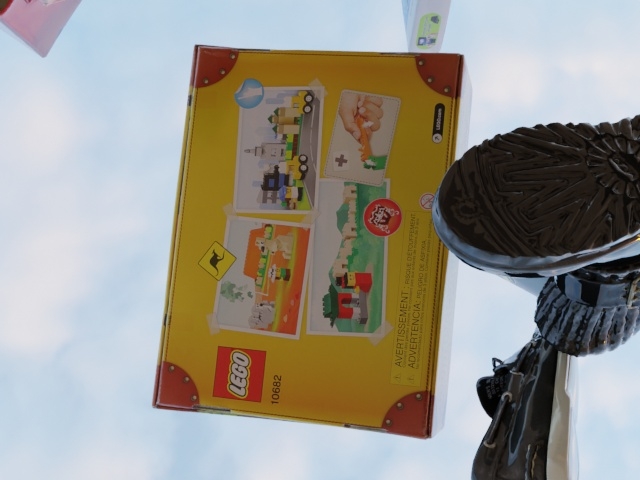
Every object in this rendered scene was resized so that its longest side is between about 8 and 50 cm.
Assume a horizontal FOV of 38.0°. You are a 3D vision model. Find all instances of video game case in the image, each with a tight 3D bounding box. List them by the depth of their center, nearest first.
[{"bbox_3d":[0.170,-0.491,1.530,0.061,0.244,0.269,-2,-119,-4],"label":"video game case"}]

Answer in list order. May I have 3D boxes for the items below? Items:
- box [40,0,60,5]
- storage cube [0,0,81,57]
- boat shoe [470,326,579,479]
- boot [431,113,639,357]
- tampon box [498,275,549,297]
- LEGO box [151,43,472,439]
[{"bbox_3d":[-0.120,-0.286,0.423,0.142,0.154,0.299,-24,-95,-21],"label":"box"},{"bbox_3d":[-0.366,-0.355,1.066,0.215,0.193,0.183,34,-93,1],"label":"storage cube"},{"bbox_3d":[0.227,0.177,1.027,0.113,0.127,0.340,-4,-153,18],"label":"boat shoe"},{"bbox_3d":[0.239,0.015,0.890,0.348,0.260,0.131,-12,-123,-21],"label":"boot"},{"bbox_3d":[0.293,0.004,1.250,0.101,0.120,0.161,-47,-140,-10],"label":"tampon box"},{"bbox_3d":[0.000,0.000,1.282,0.373,0.193,0.500,5,-95,14],"label":"LEGO box"}]
